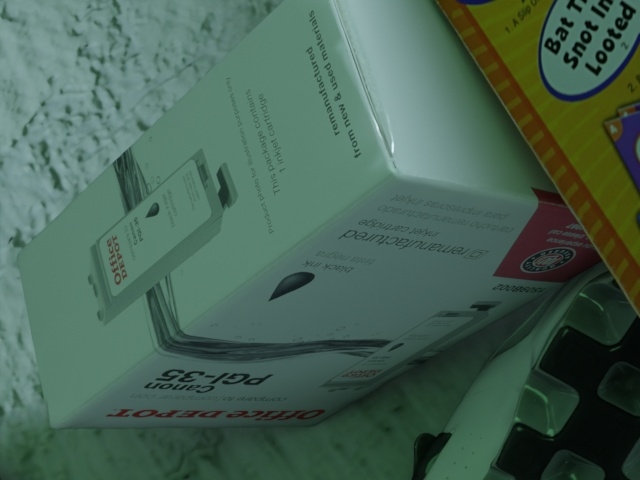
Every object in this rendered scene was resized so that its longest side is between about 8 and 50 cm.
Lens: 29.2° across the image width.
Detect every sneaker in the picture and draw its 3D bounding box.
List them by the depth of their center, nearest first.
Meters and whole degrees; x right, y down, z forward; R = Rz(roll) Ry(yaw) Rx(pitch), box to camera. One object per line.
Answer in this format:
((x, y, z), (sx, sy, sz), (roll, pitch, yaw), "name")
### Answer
((0.115, 0.144, 0.710), (0.122, 0.146, 0.330), (34, 104, -4), "sneaker")

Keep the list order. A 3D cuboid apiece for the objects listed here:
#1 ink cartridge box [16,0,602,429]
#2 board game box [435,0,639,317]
((0.000, 0.000, 0.665), (0.283, 0.207, 0.117), (-36, 59, 38), "ink cartridge box")
((0.323, -0.123, 0.534), (0.356, 0.356, 0.356), (-48, 58, 36), "board game box")
